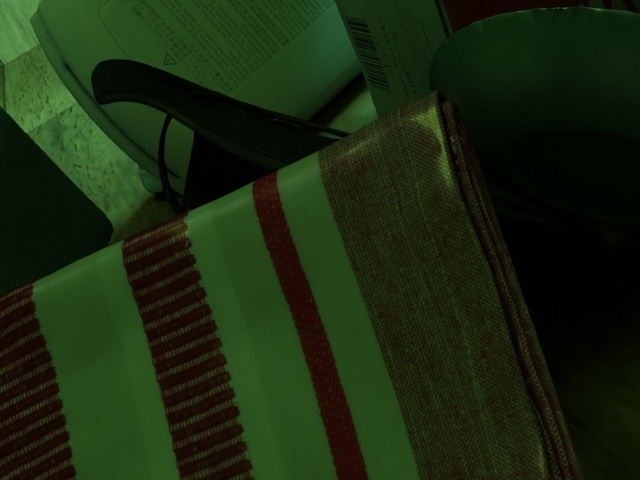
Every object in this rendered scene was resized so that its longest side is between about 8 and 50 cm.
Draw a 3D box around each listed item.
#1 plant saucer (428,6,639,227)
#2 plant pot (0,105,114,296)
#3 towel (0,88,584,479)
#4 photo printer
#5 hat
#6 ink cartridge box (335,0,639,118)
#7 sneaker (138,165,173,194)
[{"bbox_3d":[0.142,-0.044,0.583,0.195,0.195,0.037,-4,63,50],"label":"plant saucer"},{"bbox_3d":[-0.353,0.043,0.984,0.248,0.247,0.252,-21,41,22],"label":"plant pot"},{"bbox_3d":[-0.060,0.103,0.506,0.329,0.037,0.237,-24,66,18],"label":"towel"},{"bbox_3d":[-0.108,-0.198,1.172,0.307,0.256,0.107,-47,7,-36],"label":"photo printer"},{"bbox_3d":[0.000,0.000,0.703,0.331,0.331,0.134,-143,67,-68],"label":"hat"},{"bbox_3d":[0.202,-0.178,0.830,0.309,0.130,0.272,-26,20,-11],"label":"ink cartridge box"},{"bbox_3d":[-0.100,-0.171,1.286,0.110,0.118,0.292,-10,27,46],"label":"sneaker"}]
